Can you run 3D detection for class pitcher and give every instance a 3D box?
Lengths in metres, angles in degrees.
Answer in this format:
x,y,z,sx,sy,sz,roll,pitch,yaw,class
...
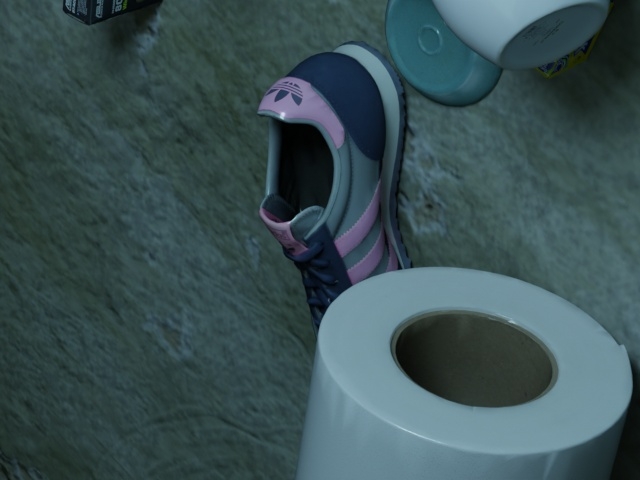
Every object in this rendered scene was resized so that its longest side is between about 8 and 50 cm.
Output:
x,y,z,sx,sy,sz,roll,pitch,yaw,class
0.106,-0.213,1.388,0.178,0.125,0.207,-46,60,44,pitcher

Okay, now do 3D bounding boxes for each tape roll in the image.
x,y,z,sx,sy,sz,roll,pitch,yaw,class
0.107,0.155,1.524,0.246,0.246,0.169,30,127,30,tape roll

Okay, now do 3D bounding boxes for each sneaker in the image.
x,y,z,sx,sy,sz,roll,pitch,yaw,class
0.000,0.000,1.634,0.112,0.131,0.319,14,119,40,sneaker

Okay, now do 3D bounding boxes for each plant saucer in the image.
x,y,z,sx,sy,sz,roll,pitch,yaw,class
0.092,-0.161,1.551,0.119,0.021,0.119,21,123,36,plant saucer

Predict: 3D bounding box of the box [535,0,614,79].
x,y,z,sx,sy,sz,roll,pitch,yaw,class
0.134,-0.198,1.470,0.169,0.054,0.059,41,132,22,box

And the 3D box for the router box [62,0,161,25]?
x,y,z,sx,sy,sz,roll,pitch,yaw,class
-0.176,-0.258,1.711,0.038,0.092,0.122,30,128,31,router box
